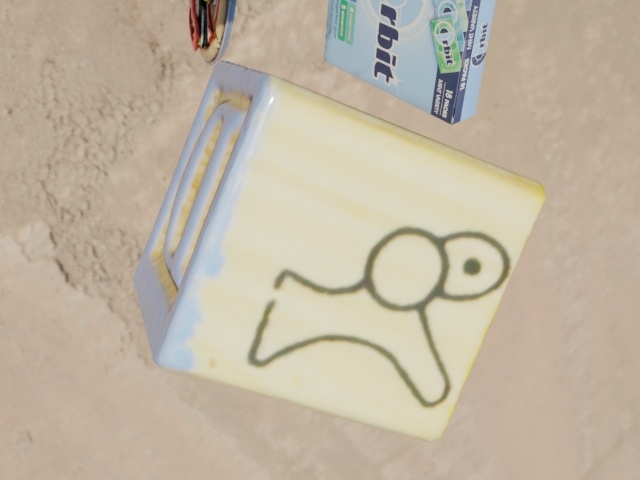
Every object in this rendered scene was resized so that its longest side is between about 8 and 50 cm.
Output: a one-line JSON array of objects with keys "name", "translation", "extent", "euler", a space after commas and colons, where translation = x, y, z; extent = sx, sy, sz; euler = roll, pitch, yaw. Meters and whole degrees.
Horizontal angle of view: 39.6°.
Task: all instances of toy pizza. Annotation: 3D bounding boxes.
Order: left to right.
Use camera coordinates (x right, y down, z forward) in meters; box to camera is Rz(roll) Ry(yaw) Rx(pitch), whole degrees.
[{"name": "toy pizza", "translation": [-0.128, -0.299, 0.998], "extent": [0.032, 0.201, 0.201], "euler": [-1, 124, -18]}]

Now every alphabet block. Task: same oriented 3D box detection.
[{"name": "alphabet block", "translation": [0.000, 0.000, 0.618], "extent": [0.197, 0.193, 0.192], "euler": [20, 100, -20]}]

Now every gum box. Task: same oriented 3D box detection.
[{"name": "gum box", "translation": [0.084, -0.223, 0.881], "extent": [0.041, 0.184, 0.156], "euler": [-24, 134, -35]}]
